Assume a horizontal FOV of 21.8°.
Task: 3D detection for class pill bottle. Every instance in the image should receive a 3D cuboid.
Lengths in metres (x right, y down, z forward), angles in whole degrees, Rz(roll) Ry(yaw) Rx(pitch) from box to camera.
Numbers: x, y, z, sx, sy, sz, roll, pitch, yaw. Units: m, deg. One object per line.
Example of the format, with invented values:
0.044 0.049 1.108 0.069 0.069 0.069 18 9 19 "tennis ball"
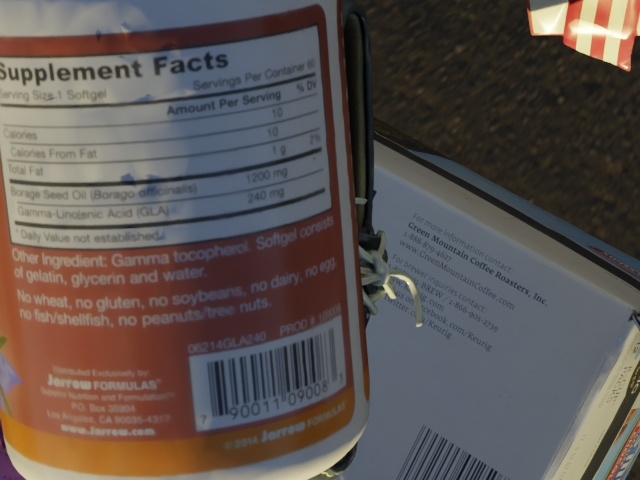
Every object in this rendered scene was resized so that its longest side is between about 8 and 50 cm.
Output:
-0.051 -0.036 0.518 0.121 0.121 0.216 0 105 16 "pill bottle"

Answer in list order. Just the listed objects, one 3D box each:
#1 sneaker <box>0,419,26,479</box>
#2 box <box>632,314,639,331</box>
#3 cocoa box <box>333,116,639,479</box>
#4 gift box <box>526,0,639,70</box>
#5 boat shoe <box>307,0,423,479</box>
-0.157 0.066 0.606 0.236 0.095 0.104 11 131 9 "sneaker"
0.276 0.143 1.029 0.036 0.136 0.225 -36 52 11 "box"
0.078 0.065 1.262 0.347 0.228 0.231 31 102 24 "cocoa box"
0.288 -0.289 1.301 0.255 0.258 0.276 -1 134 23 "gift box"
0.000 0.000 0.858 0.079 0.095 0.254 -9 74 28 "boat shoe"
